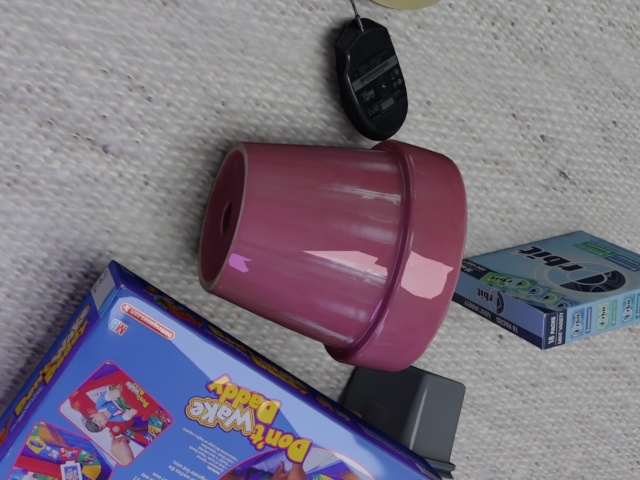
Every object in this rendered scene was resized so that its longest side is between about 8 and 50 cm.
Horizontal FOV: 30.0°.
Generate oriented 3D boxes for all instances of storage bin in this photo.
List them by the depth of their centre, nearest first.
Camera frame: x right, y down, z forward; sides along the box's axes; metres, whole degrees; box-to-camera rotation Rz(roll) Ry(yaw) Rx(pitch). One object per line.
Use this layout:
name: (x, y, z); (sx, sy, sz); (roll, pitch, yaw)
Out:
storage bin: (0.072, 0.163, 1.152); (0.098, 0.135, 0.091); (20, 85, -34)

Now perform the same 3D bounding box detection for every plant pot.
plant pot: (0.000, 0.000, 1.014); (0.180, 0.201, 0.201); (13, 100, -19)

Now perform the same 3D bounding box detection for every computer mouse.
computer mouse: (0.019, -0.198, 1.041); (0.071, 0.041, 0.242); (-34, 116, -35)

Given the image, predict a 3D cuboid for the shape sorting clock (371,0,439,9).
shape sorting clock: (0.076, -0.303, 1.028); (0.206, 0.040, 0.206); (-7, 101, -37)

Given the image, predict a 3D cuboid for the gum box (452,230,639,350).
gum box: (0.243, 0.045, 1.191); (0.184, 0.157, 0.041); (-13, 113, -27)

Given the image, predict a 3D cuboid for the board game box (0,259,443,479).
board game box: (-0.093, 0.209, 0.989); (0.347, 0.078, 0.233); (35, 92, -22)
